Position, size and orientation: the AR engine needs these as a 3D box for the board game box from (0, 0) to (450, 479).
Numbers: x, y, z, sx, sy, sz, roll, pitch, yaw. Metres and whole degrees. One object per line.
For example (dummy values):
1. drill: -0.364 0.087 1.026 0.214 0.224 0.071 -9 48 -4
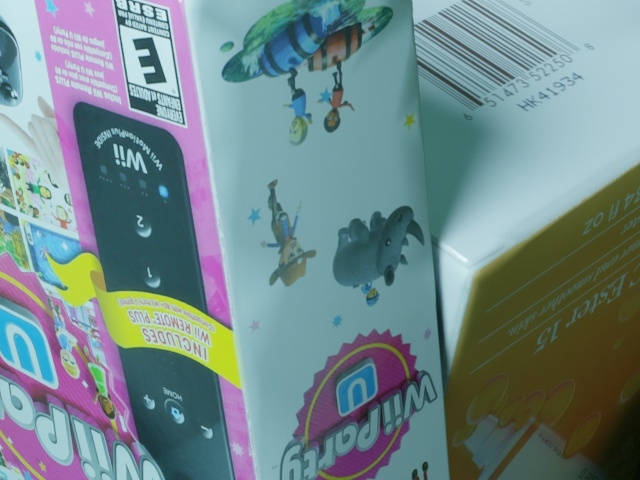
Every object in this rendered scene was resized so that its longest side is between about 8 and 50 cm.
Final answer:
1. board game box: -0.068 0.014 0.662 0.224 0.097 0.303 21 130 40

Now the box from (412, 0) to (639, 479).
1. box: 0.047 0.050 0.814 0.168 0.215 0.345 37 139 27
